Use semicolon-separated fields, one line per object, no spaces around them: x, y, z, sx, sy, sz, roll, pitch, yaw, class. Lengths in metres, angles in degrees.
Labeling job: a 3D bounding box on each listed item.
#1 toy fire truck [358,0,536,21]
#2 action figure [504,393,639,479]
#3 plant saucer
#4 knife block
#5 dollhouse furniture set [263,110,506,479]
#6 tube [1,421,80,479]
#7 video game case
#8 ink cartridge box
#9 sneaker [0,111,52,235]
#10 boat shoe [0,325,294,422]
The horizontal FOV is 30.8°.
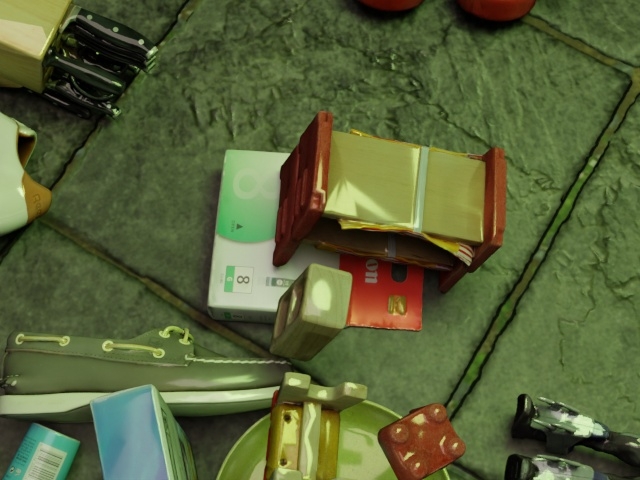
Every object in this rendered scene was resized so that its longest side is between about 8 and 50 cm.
0.158;-0.402;1.345;0.302;0.169;0.254;6;51;2;toy fire truck
0.325;0.228;1.121;0.285;0.099;0.185;12;60;1;action figure
0.012;0.274;1.139;0.241;0.037;0.241;0;70;0;plant saucer
-0.320;-0.234;1.240;0.242;0.276;0.088;5;65;35;knife block
0.053;0.078;1.122;0.201;0.152;0.374;12;67;-13;dollhouse furniture set
-0.304;0.283;1.137;0.080;0.052;0.207;21;76;14;tube
-0.132;0.288;1.024;0.061;0.244;0.269;-13;69;-3;video game case
0.000;0.000;1.238;0.225;0.056;0.181;3;69;4;ink cartridge box
-0.392;-0.119;1.281;0.123;0.106;0.290;-19;64;-34;sneaker
-0.172;0.130;1.160;0.305;0.109;0.091;-3;74;4;boat shoe
